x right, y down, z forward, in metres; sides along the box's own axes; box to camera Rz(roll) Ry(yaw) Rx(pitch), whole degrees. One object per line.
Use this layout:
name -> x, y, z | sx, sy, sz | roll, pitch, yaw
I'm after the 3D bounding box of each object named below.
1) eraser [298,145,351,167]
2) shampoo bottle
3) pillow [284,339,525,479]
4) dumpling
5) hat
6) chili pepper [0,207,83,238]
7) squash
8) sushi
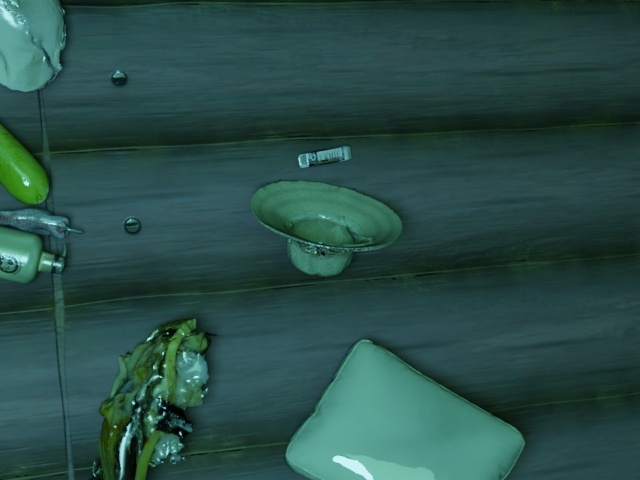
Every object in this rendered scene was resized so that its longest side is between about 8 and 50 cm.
eraser -> 0.008, -0.144, 1.533 | 0.099, 0.019, 0.027 | -12, 97, -15
shampoo bottle -> -0.470, 0.022, 1.352 | 0.161, 0.079, 0.079 | 14, 77, -11
pillow -> 0.133, 0.328, 1.398 | 0.322, 0.120, 0.255 | 31, 63, 7
dumpling -> -0.502, -0.353, 1.405 | 0.172, 0.142, 0.247 | -14, 90, 19
hat -> 0.000, 0.000, 1.449 | 0.251, 0.252, 0.110 | 4, 116, -13
chili pepper -> -0.446, -0.030, 1.381 | 0.153, 0.050, 0.041 | 11, 53, -7
squash -> -0.495, -0.139, 1.385 | 0.066, 0.066, 0.201 | -38, 88, -17
sushi -> -0.259, 0.251, 1.352 | 0.131, 0.139, 0.291 | 25, 75, -29
